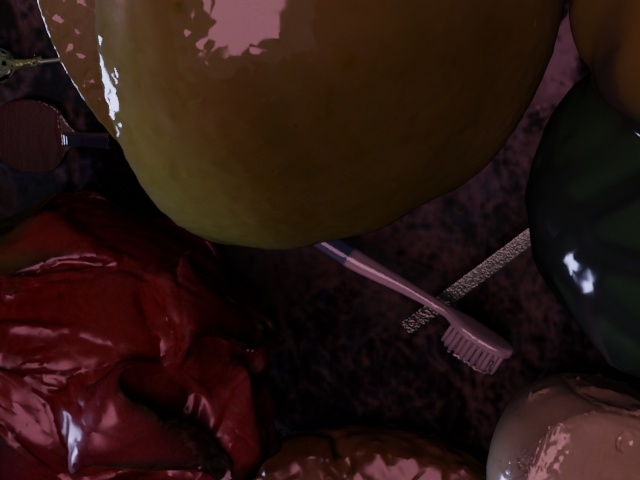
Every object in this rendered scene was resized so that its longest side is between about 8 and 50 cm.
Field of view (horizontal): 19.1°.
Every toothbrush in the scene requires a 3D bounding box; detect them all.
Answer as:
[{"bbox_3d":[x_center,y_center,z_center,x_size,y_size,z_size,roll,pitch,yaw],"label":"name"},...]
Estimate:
[{"bbox_3d":[0.000,0.000,1.187,0.275,0.019,0.025,34,121,6],"label":"toothbrush"}]

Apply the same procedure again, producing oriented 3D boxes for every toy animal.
[{"bbox_3d":[0.213,-0.086,0.990,0.191,0.216,0.338,11,110,-28],"label":"toy animal"}]

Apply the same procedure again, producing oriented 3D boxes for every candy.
[{"bbox_3d":[-0.179,-0.114,1.202,0.083,0.023,0.025,-7,93,9],"label":"candy"}]

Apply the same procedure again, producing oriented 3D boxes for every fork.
[{"bbox_3d":[0.139,-0.014,1.160,0.235,0.021,0.039,-37,94,24],"label":"fork"}]

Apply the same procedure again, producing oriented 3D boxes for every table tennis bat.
[{"bbox_3d":[-0.173,-0.066,1.224,0.083,0.007,0.050,5,110,14],"label":"table tennis bat"}]

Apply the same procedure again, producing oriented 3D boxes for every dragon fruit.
[{"bbox_3d":[-0.152,0.074,1.134,0.233,0.293,0.234,-15,65,35],"label":"dragon fruit"}]

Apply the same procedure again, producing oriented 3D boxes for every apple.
[{"bbox_3d":[-0.016,-0.135,1.004,0.291,0.292,0.254,-2,114,15],"label":"apple"}]

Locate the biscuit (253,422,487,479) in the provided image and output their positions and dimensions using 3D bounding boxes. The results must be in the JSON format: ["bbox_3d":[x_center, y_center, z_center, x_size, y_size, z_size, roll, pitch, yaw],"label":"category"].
[{"bbox_3d":[0.041,0.255,1.253,0.295,0.075,0.296,4,109,11],"label":"biscuit"}]

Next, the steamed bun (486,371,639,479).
[{"bbox_3d":[0.159,0.138,1.165,0.130,0.091,0.113,13,99,-23],"label":"steamed bun"}]
